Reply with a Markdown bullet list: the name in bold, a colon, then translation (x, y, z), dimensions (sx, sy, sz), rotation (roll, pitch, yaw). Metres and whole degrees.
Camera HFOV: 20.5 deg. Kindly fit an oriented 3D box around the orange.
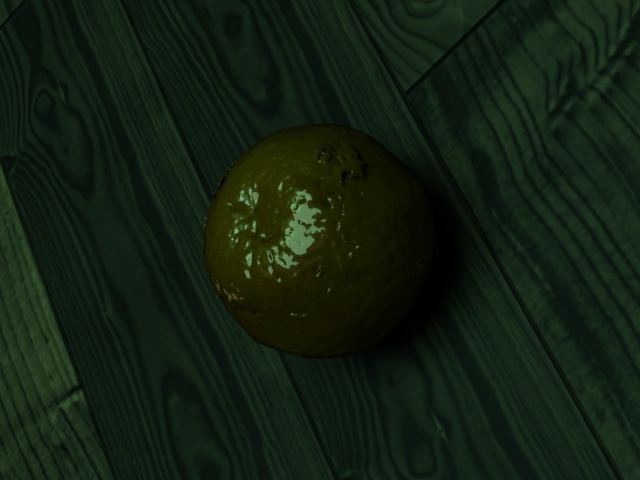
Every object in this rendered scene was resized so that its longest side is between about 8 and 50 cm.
- **orange**: translation (0.000, 0.001, 1.626), dimensions (0.219, 0.193, 0.219), rotation (2, 92, 55)
